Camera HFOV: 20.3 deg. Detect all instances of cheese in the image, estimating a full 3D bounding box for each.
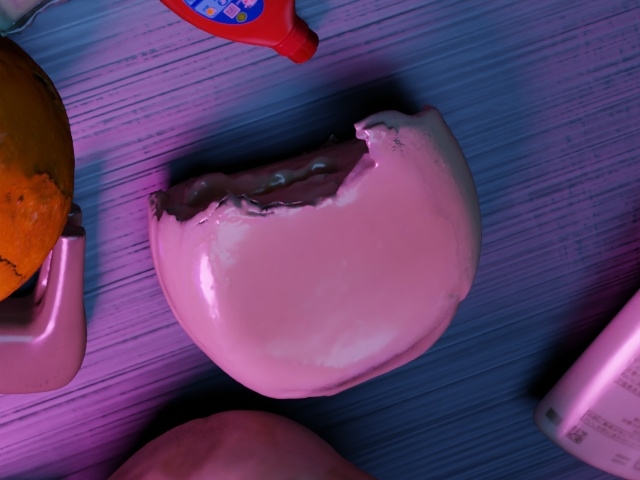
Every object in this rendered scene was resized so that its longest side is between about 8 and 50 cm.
[{"bbox_3d":[0.000,0.000,1.443,0.266,0.127,0.233,-21,123,-7],"label":"cheese"}]

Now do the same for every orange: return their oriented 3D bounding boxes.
[{"bbox_3d":[-0.294,-0.052,1.246,0.246,0.246,0.246,-8,121,-14],"label":"orange"}]

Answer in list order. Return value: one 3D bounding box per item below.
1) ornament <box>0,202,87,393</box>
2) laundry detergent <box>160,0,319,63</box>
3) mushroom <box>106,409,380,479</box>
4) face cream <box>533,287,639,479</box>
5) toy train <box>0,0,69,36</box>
[{"bbox_3d":[-0.303,0.087,1.430,0.230,0.061,0.244,-3,126,-15],"label":"ornament"},{"bbox_3d":[-0.060,-0.195,1.361,0.165,0.049,0.097,36,99,-34],"label":"laundry detergent"},{"bbox_3d":[-0.038,0.307,1.507,0.353,0.353,0.325,-9,105,-13],"label":"mushroom"},{"bbox_3d":[0.353,0.072,1.589,0.174,0.081,0.348,21,121,-26],"label":"face cream"},{"bbox_3d":[-0.196,-0.279,1.205,0.272,0.159,0.188,-41,126,0],"label":"toy train"}]
